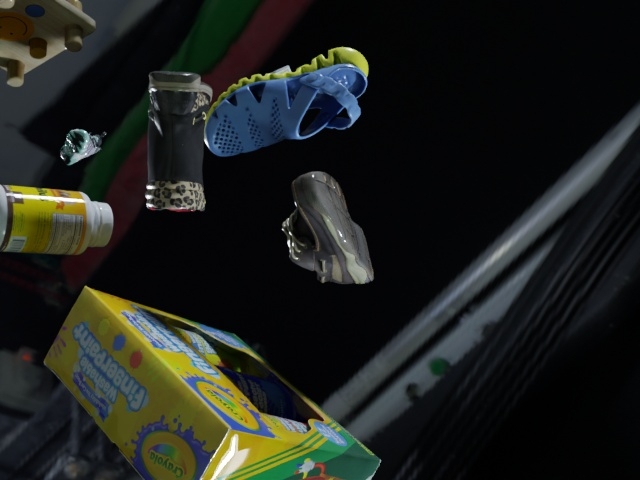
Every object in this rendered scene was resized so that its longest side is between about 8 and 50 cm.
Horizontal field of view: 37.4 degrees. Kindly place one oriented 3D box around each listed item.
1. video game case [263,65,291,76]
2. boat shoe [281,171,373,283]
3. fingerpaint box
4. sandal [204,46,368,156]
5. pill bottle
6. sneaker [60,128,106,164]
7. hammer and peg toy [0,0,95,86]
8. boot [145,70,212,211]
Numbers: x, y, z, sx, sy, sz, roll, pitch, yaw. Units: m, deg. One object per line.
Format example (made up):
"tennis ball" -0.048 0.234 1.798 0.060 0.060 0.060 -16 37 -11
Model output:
"video game case" -0.112 -0.328 2.099 0.122 0.087 0.011 -24 -141 0
"boat shoe" 0.000 0.000 1.701 0.130 0.355 0.132 -16 -121 9
"fingerpaint box" -0.180 0.277 1.555 0.445 0.371 0.163 34 -84 43
"sandal" -0.056 -0.226 1.647 0.317 0.126 0.138 -24 -134 7
"pill bottle" -0.488 -0.035 1.692 0.117 0.215 0.117 -7 -99 53
"sneaker" -0.359 -0.155 1.461 0.069 0.038 0.098 -30 -177 -35
"hammer and peg toy" -0.675 -0.478 1.946 0.266 0.361 0.127 -22 -121 26
"boot" -0.303 -0.204 2.030 0.377 0.138 0.284 -167 -102 -83
